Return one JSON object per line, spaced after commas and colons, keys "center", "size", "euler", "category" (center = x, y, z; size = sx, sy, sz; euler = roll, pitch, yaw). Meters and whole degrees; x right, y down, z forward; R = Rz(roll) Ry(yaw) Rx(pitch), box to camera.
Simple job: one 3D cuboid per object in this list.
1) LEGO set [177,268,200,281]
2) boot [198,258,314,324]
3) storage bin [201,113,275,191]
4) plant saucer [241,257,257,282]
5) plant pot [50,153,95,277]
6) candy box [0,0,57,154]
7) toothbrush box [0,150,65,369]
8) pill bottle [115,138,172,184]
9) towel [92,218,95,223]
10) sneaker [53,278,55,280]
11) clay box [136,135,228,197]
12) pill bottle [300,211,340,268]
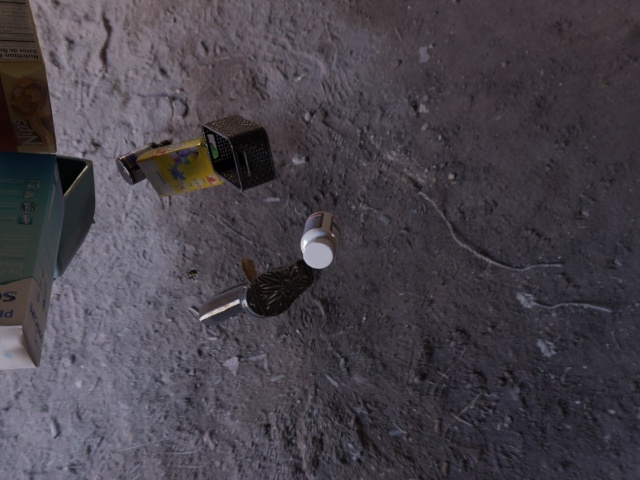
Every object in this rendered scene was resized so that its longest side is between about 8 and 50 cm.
{"center": [-0.462, 0.118, 1.709], "size": [0.083, 0.054, 0.023], "euler": [-1, 37, -8], "category": "LEGO set"}
{"center": [-0.289, 0.214, 1.740], "size": [0.446, 0.367, 0.146], "euler": [-18, 91, 34], "category": "boot"}
{"center": [-0.181, -0.194, 1.057], "size": [0.085, 0.121, 0.180], "euler": [-24, 34, -24], "category": "storage bin"}
{"center": [-0.214, 0.088, 1.475], "size": [0.015, 0.083, 0.083], "euler": [-23, 75, 12], "category": "plant saucer"}
{"center": [-0.712, -0.047, 1.195], "size": [0.248, 0.252, 0.247], "euler": [9, 43, -2], "category": "plant pot"}
{"center": [-0.487, -0.309, 0.748], "size": [0.088, 0.183, 0.316], "euler": [-12, 64, -29], "category": "candy box"}
{"center": [-0.485, 0.019, 0.653], "size": [0.217, 0.126, 0.295], "euler": [0, 52, -20], "category": "toothbrush box"}
{"center": [-0.701, -0.324, 1.964], "size": [0.219, 0.122, 0.122], "euler": [-34, 77, -28], "category": "pill bottle"}
{"center": [-0.841, -0.197, 1.502], "size": [0.248, 0.324, 0.038], "euler": [37, 67, 26], "category": "towel"}
{"center": [-0.855, 0.064, 1.534], "size": [0.095, 0.104, 0.236], "euler": [21, 57, -4], "category": "sneaker"}
{"center": [-0.359, -0.198, 1.295], "size": [0.222, 0.127, 0.053], "euler": [-11, 41, 13], "category": "clay box"}
{"center": [0.000, 0.000, 1.372], "size": [0.108, 0.180, 0.107], "euler": [2, 117, 5], "category": "pill bottle"}
